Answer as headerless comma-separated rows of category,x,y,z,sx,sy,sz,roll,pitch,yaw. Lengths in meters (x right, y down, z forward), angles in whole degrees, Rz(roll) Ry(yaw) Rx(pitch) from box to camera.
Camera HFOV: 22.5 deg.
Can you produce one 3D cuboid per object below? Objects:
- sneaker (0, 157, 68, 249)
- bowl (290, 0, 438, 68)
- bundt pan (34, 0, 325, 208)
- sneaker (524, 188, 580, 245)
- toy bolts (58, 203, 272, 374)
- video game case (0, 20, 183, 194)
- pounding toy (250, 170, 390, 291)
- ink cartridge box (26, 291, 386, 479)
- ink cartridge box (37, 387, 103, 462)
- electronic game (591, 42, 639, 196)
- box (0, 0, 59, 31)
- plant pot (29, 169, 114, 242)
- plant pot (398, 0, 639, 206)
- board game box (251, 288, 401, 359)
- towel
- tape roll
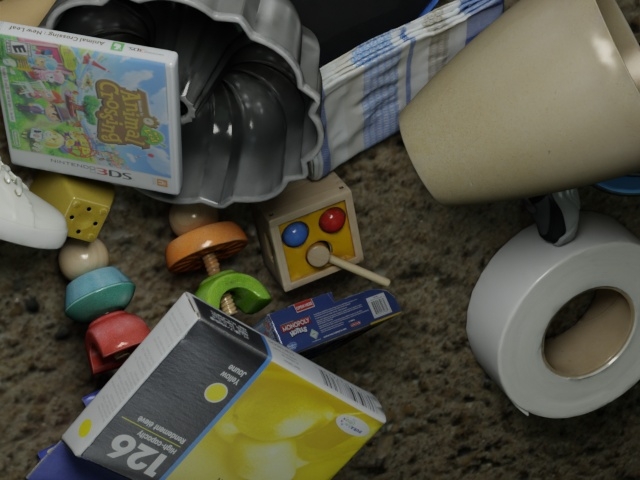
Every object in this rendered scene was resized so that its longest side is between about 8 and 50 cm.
sneaker,-0.379,-0.093,1.712,0.290,0.106,0.123,30,98,-22
bowl,-0.004,-0.360,1.781,0.391,0.077,0.391,-13,124,-19
bundt pan,-0.144,-0.185,1.714,0.331,0.124,0.331,10,144,7
sneaker,0.234,-0.088,2.058,0.153,0.101,0.268,-25,124,-7
toy bolts,-0.208,0.055,1.930,0.228,0.158,0.218,-17,166,-29
video game case,-0.242,-0.136,1.689,0.193,0.023,0.212,11,143,5
pounding toy,0.000,0.000,1.987,0.130,0.100,0.141,-22,127,-13
ink cartridge box,-0.132,0.244,1.891,0.303,0.072,0.307,31,106,-34
ink cartridge box,-0.184,0.344,2.074,0.270,0.151,0.395,-26,128,-10
electronic game,0.428,-0.157,2.112,0.229,0.048,0.229,-5,123,-7
box,-0.364,-0.284,1.682,0.201,0.021,0.164,1,118,-27
plant pot,-0.280,-0.042,1.832,0.081,0.083,0.081,16,110,-33
plant pot,0.240,-0.152,1.866,0.274,0.256,0.256,-26,131,19
board game box,-0.030,0.122,2.029,0.194,0.060,0.194,-18,171,-39
towel,0.097,-0.186,1.908,0.285,0.034,0.209,-29,155,-12
tape roll,0.346,0.105,2.227,0.286,0.100,0.286,-13,124,-20
